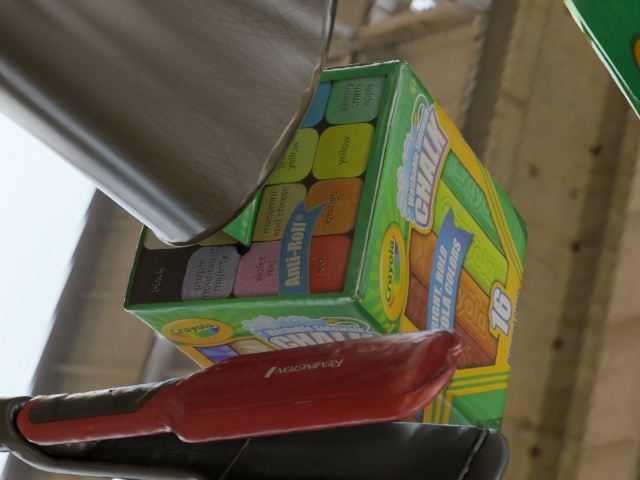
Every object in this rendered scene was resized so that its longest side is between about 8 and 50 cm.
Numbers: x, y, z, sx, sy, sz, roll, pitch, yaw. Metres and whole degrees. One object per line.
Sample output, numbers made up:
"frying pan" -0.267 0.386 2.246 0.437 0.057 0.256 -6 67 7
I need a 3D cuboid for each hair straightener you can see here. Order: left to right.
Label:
"hair straightener" -0.040 0.086 0.507 0.230 0.089 0.047 -13 -153 31

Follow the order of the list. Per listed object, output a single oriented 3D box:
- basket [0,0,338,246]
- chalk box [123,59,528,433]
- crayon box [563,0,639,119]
"basket" -0.126 -0.136 0.799 0.154 0.227 0.204 -5 -118 49
"chalk box" 0.000 0.000 1.016 0.179 0.289 0.180 -4 -119 30
"crayon box" 0.092 -0.159 0.334 0.165 0.278 0.081 -46 -157 -17
